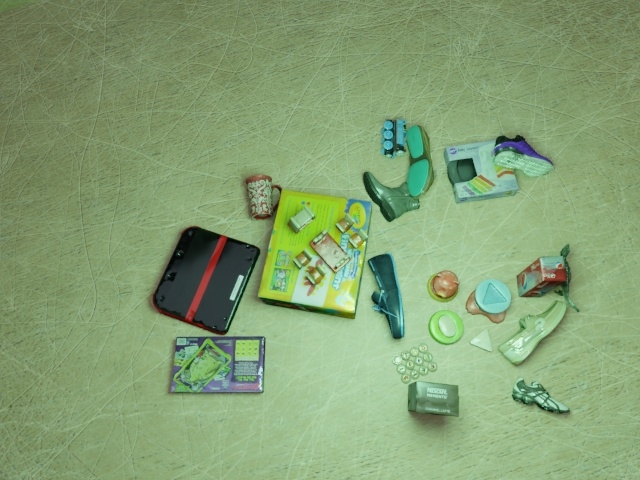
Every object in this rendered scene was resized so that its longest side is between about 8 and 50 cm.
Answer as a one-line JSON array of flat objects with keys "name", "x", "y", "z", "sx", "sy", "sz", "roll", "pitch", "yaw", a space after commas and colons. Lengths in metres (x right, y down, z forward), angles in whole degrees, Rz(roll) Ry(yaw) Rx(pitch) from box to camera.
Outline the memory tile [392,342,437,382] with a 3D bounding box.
[{"name": "memory tile", "x": 0.354, "y": 0.460, "z": 1.787, "sx": 0.147, "sy": 0.012, "sz": 0.113, "roll": -22, "pitch": 71, "yaw": -4}]

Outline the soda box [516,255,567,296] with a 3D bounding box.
[{"name": "soda box", "x": 0.800, "y": 0.138, "z": 1.738, "sx": 0.083, "sy": 0.263, "sz": 0.092, "roll": 0, "pitch": 70, "yaw": 5}]

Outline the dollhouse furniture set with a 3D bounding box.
[{"name": "dollhouse furniture set", "x": 0.000, "y": 0.000, "z": 1.757, "sx": 0.262, "sy": 0.135, "sz": 0.259, "roll": -40, "pitch": 84, "yaw": -10}]

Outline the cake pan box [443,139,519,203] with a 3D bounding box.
[{"name": "cake pan box", "x": 0.666, "y": -0.292, "z": 2.003, "sx": 0.266, "sy": 0.070, "sz": 0.246, "roll": -7, "pitch": 68, "yaw": 1}]

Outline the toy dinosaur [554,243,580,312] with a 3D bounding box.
[{"name": "toy dinosaur", "x": 0.916, "y": 0.150, "z": 1.803, "sx": 0.063, "sy": 0.118, "sz": 0.269, "roll": 2, "pitch": 69, "yaw": -3}]

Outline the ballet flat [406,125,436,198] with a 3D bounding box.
[{"name": "ballet flat", "x": 0.430, "y": -0.320, "z": 2.003, "sx": 0.116, "sy": 0.124, "sz": 0.343, "roll": -23, "pitch": 59, "yaw": 39}]

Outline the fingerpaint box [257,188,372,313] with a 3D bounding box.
[{"name": "fingerpaint box", "x": -0.009, "y": 0.053, "z": 1.873, "sx": 0.370, "sy": 0.163, "sz": 0.446, "roll": 8, "pitch": 72, "yaw": 7}]

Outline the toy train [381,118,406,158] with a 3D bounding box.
[{"name": "toy train", "x": 0.321, "y": -0.443, "z": 2.072, "sx": 0.105, "sy": 0.080, "sz": 0.184, "roll": 4, "pitch": 71, "yaw": -1}]

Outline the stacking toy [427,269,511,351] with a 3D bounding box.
[{"name": "stacking toy", "x": 0.551, "y": 0.256, "z": 1.784, "sx": 0.308, "sy": 0.130, "sz": 0.280, "roll": 11, "pitch": 72, "yaw": 8}]

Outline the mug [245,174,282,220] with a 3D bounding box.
[{"name": "mug", "x": -0.234, "y": -0.179, "z": 1.998, "sx": 0.150, "sy": 0.113, "sz": 0.170, "roll": -8, "pitch": 74, "yaw": 3}]

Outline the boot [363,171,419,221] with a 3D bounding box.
[{"name": "boot", "x": 0.297, "y": -0.206, "z": 1.999, "sx": 0.161, "sy": 0.083, "sz": 0.247, "roll": -28, "pitch": 77, "yaw": -14}]

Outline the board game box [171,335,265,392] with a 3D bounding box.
[{"name": "board game box", "x": -0.385, "y": 0.472, "z": 1.813, "sx": 0.346, "sy": 0.056, "sz": 0.209, "roll": -1, "pitch": 67, "yaw": 3}]

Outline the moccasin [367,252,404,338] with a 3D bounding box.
[{"name": "moccasin", "x": 0.250, "y": 0.218, "z": 1.833, "sx": 0.116, "sy": 0.138, "sz": 0.342, "roll": -9, "pitch": 56, "yaw": 5}]

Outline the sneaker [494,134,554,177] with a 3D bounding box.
[{"name": "sneaker", "x": 0.835, "y": -0.362, "z": 1.953, "sx": 0.293, "sy": 0.102, "sz": 0.146, "roll": 12, "pitch": 63, "yaw": -23}]

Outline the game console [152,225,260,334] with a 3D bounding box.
[{"name": "game console", "x": -0.464, "y": 0.151, "z": 1.931, "sx": 0.341, "sy": 0.060, "sz": 0.387, "roll": 19, "pitch": 74, "yaw": 4}]

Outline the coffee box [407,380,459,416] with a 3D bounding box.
[{"name": "coffee box", "x": 0.382, "y": 0.544, "z": 1.632, "sx": 0.141, "sy": 0.246, "sz": 0.098, "roll": 5, "pitch": 71, "yaw": 5}]

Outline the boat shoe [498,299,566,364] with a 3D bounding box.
[{"name": "boat shoe", "x": 0.785, "y": 0.321, "z": 1.762, "sx": 0.302, "sy": 0.109, "sz": 0.098, "roll": -44, "pitch": 75, "yaw": -6}]

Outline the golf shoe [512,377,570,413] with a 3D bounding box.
[{"name": "golf shoe", "x": 0.790, "y": 0.552, "z": 1.694, "sx": 0.198, "sy": 0.077, "sz": 0.094, "roll": 17, "pitch": 72, "yaw": 8}]
